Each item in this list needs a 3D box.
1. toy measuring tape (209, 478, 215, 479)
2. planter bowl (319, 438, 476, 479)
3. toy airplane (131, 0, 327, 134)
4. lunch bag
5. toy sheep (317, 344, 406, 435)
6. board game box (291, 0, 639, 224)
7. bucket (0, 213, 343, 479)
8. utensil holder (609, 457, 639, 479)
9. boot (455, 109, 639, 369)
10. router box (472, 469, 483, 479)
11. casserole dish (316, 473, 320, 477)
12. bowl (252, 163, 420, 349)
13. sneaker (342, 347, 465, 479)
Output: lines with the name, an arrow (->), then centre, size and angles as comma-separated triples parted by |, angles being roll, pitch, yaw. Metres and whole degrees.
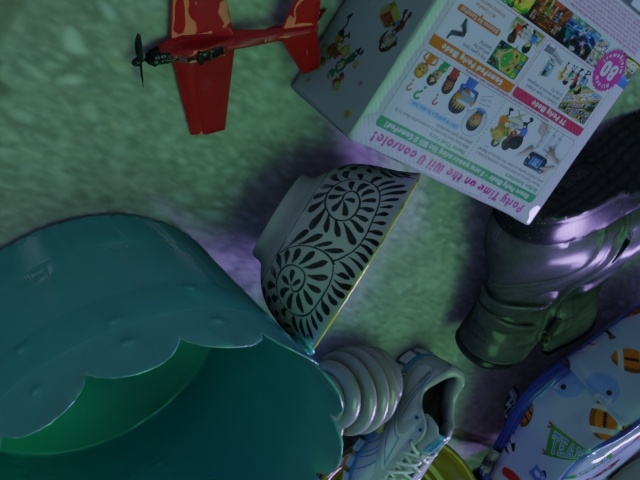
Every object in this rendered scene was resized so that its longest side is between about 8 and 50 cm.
toy measuring tape -> -0.019, 0.278, 0.677 | 0.121, 0.121, 0.330 | -34, 135, -8
planter bowl -> 0.058, 0.301, 0.998 | 0.217, 0.090, 0.217 | 2, 85, -26
toy airplane -> -0.056, -0.135, 0.658 | 0.151, 0.028, 0.151 | -19, 133, -21
lunch bag -> 0.313, 0.189, 1.064 | 0.303, 0.115, 0.243 | -26, 150, -24
toy sheep -> 0.028, 0.140, 0.884 | 0.132, 0.091, 0.091 | -12, 131, -48
board game box -> 0.154, -0.184, 0.716 | 0.224, 0.097, 0.303 | 21, 108, -41
bucket -> -0.141, 0.128, 0.692 | 0.281, 0.183, 0.281 | -18, 131, -22
utensil holder -> 0.588, 0.488, 1.362 | 0.327, 0.327, 0.385 | -50, 134, 8
boot -> 0.289, -0.003, 0.955 | 0.338, 0.118, 0.223 | -12, 136, -18
router box -> 0.220, 0.329, 1.186 | 0.179, 0.046, 0.133 | -23, 133, -18
casserole dish -> -0.049, 0.233, 0.939 | 0.114, 0.037, 0.188 | 6, 120, -36
bowl -> 0.000, 0.000, 0.744 | 0.170, 0.080, 0.170 | -57, 179, -2
sneaker -> 0.083, 0.196, 0.921 | 0.071, 0.083, 0.191 | 26, 80, -26
